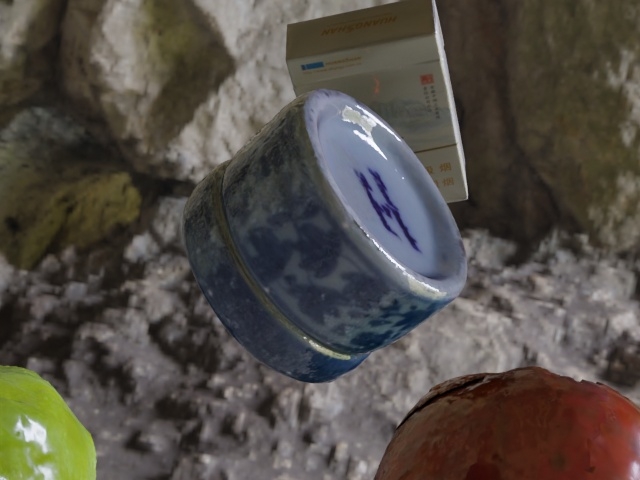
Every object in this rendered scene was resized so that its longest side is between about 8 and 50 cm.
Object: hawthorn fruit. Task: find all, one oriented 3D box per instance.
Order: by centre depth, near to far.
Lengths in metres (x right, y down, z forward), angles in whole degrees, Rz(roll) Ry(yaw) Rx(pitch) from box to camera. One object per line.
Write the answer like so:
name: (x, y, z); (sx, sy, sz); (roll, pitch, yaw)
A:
hawthorn fruit: (0.131, 0.253, 0.758); (0.276, 0.276, 0.307); (13, 37, 27)

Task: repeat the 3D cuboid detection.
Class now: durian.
durian: (-0.304, 0.188, 0.871); (0.256, 0.204, 0.340); (15, 9, 18)

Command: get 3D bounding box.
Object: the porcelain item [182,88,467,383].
porcelain item: (0.000, 0.000, 0.622); (0.114, 0.147, 0.147); (-37, -23, 26)

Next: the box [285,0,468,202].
box: (0.063, -0.128, 1.091); (0.150, 0.067, 0.233); (-10, -42, 8)
